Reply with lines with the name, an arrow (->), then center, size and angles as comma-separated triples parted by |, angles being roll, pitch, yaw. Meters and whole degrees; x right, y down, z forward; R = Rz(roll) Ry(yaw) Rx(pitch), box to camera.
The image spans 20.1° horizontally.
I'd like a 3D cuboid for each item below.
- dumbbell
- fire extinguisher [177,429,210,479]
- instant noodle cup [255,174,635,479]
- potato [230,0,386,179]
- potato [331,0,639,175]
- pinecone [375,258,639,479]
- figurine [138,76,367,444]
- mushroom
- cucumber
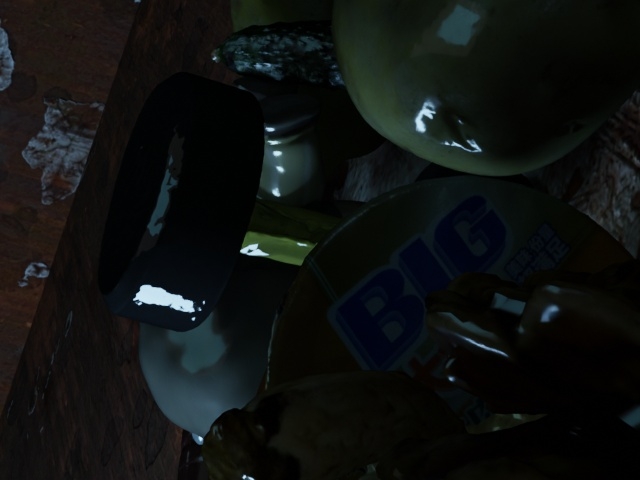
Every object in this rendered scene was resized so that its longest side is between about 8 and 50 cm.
dumbbell -> 0.000, 0.000, 1.463 | 0.204, 0.322, 0.204 | -164, 90, -72
fire extinguisher -> -0.089, 0.340, 1.797 | 0.135, 0.114, 0.337 | -9, 56, 21
instant noodle cup -> 0.081, 0.119, 1.232 | 0.214, 0.296, 0.296 | 139, 143, -72
potato -> 0.016, -0.217, 1.769 | 0.202, 0.218, 0.351 | 40, 135, 41
potato -> 0.127, -0.177, 1.399 | 0.326, 0.221, 0.243 | 37, 109, 60
pinecone -> 0.208, 0.159, 0.742 | 0.384, 0.384, 0.385 | -164, 90, -72
figurine -> -0.056, 0.042, 1.693 | 0.248, 0.203, 0.381 | 23, 113, 41
mushroom -> 0.097, 0.146, 0.950 | 0.233, 0.208, 0.302 | -39, -18, -7
cucumber -> 0.037, -0.165, 1.618 | 0.067, 0.293, 0.068 | -24, -63, -61
